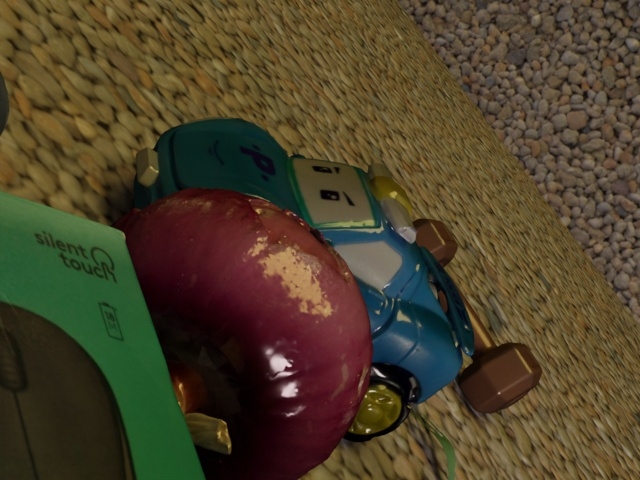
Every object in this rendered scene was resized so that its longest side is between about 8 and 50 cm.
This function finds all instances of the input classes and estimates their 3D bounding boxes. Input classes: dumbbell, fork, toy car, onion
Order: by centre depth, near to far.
[{"bbox_3d":[-0.060,0.059,0.544,0.153,0.177,0.177,-32,83,-38],"label":"onion"},{"bbox_3d":[-0.004,0.009,0.785,0.314,0.166,0.198,38,20,-31],"label":"toy car"},{"bbox_3d":[0.125,0.237,0.871,0.039,0.021,0.235,30,28,-40],"label":"fork"},{"bbox_3d":[0.156,0.084,1.116,0.231,0.082,0.092,58,22,17],"label":"dumbbell"}]

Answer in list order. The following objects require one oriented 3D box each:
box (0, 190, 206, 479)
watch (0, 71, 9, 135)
[{"bbox_3d":[-0.138,0.116,0.362,0.205,0.118,0.311,26,32,-52],"label":"box"},{"bbox_3d":[-0.244,-0.089,0.427,0.206,0.068,0.193,17,-4,11],"label":"watch"}]
